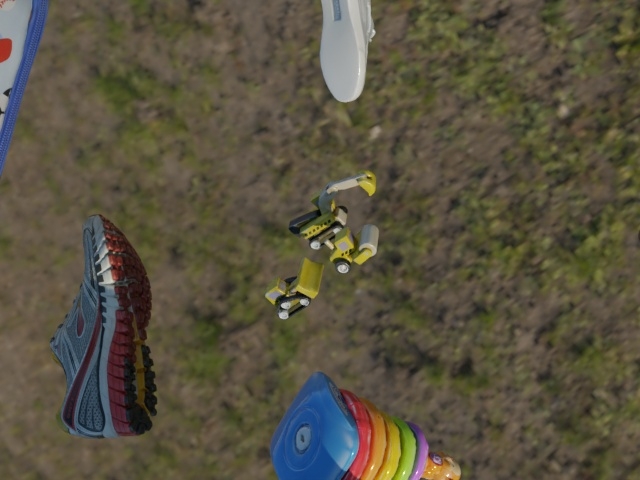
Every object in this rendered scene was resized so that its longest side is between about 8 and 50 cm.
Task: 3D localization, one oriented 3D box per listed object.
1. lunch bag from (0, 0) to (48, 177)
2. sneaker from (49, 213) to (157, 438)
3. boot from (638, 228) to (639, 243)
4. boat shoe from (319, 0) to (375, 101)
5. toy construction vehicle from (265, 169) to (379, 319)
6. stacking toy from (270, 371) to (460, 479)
[{"bbox_3d":[-0.355,-0.120,1.146,0.303,0.115,0.243,7,81,41],"label":"lunch bag"},{"bbox_3d":[-0.214,0.078,1.378,0.093,0.088,0.225,-12,62,15],"label":"sneaker"},{"bbox_3d":[0.308,-0.059,1.178,0.106,0.082,0.219,49,147,-5],"label":"boot"},{"bbox_3d":[0.036,-0.258,1.742,0.066,0.063,0.184,-6,94,45],"label":"boat shoe"},{"bbox_3d":[0.000,0.000,1.059,0.035,0.086,0.098,38,130,-24],"label":"toy construction vehicle"},{"bbox_3d":[0.094,0.317,2.169,0.165,0.302,0.175,-58,36,22],"label":"stacking toy"}]
